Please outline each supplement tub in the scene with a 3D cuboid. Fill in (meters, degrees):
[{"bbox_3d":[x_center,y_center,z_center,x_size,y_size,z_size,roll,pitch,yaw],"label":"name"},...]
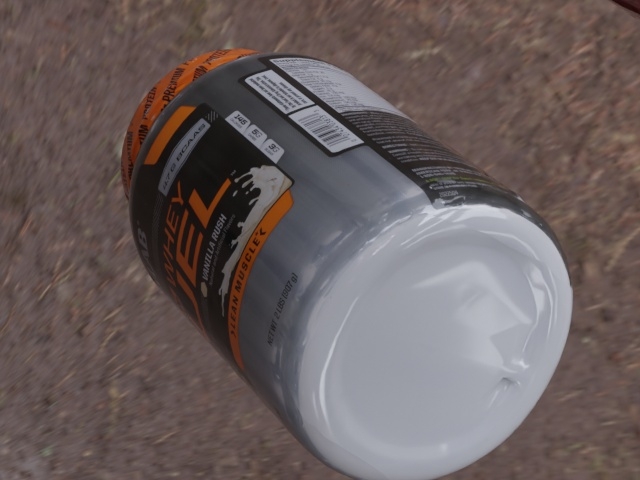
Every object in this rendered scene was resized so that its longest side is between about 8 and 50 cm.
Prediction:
[{"bbox_3d":[0.000,0.000,0.744,0.117,0.190,0.117,-12,118,-24],"label":"supplement tub"}]

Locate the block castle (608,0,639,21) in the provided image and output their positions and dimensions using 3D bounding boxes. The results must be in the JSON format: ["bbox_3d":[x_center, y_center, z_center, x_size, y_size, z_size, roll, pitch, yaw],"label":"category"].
[{"bbox_3d":[0.282,-0.015,0.360,0.453,0.213,0.303,-13,74,16],"label":"block castle"}]
